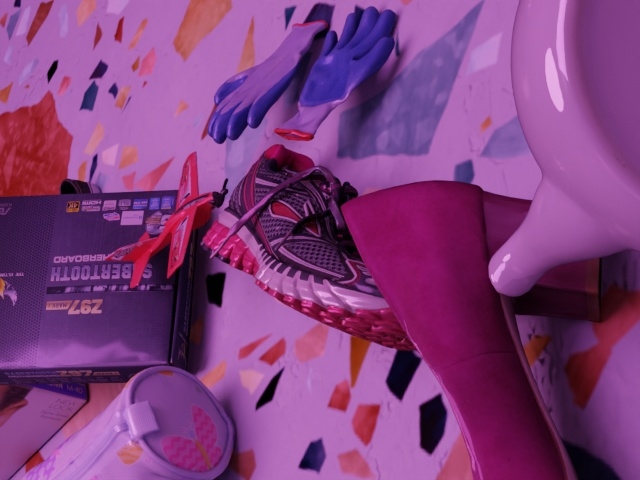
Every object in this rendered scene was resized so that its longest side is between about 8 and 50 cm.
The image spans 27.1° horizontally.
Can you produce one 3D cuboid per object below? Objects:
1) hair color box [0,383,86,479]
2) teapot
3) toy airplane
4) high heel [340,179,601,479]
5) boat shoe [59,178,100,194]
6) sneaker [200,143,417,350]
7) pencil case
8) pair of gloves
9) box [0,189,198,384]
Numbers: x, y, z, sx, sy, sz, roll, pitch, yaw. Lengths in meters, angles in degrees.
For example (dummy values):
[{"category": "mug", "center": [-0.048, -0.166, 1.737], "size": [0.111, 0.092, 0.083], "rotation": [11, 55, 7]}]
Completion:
[{"category": "hair color box", "center": [-0.424, 0.204, 1.449], "size": [0.339, 0.185, 0.110], "rotation": [-45, 42, 30]}, {"category": "teapot", "center": [0.223, -0.104, 0.773], "size": [0.187, 0.256, 0.253], "rotation": [141, 124, -86]}, {"category": "toy airplane", "center": [-0.137, -0.008, 1.208], "size": [0.151, 0.028, 0.151], "rotation": [-33, 36, 28]}, {"category": "high heel", "center": [0.078, 0.134, 0.841], "size": [0.181, 0.127, 0.377], "rotation": [3, 57, 15]}, {"category": "boat shoe", "center": [-0.264, -0.014, 1.474], "size": [0.049, 0.040, 0.142], "rotation": [-47, 41, 26]}, {"category": "sneaker", "center": [0.000, 0.000, 1.062], "size": [0.299, 0.121, 0.112], "rotation": [31, 94, 55]}, {"category": "pencil case", "center": [-0.199, 0.220, 1.205], "size": [0.273, 0.124, 0.113], "rotation": [-39, 45, 33]}, {"category": "pair of gloves", "center": [-0.022, -0.149, 1.201], "size": [0.198, 0.023, 0.159], "rotation": [7, 54, 49]}, {"category": "box", "center": [-0.240, 0.046, 1.290], "size": [0.232, 0.059, 0.183], "rotation": [-2, 66, 10]}]
